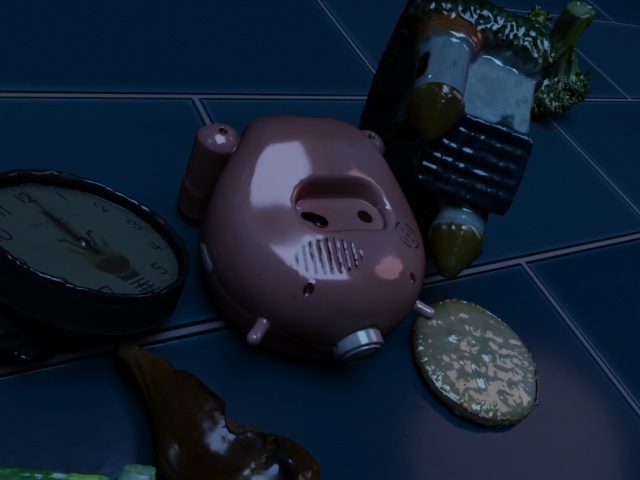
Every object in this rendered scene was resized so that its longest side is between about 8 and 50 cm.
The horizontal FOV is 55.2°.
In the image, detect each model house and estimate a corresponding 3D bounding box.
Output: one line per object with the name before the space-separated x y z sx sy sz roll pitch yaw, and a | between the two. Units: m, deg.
model house | 0.135 -0.092 0.686 0.185 0.253 0.291 18 54 -7

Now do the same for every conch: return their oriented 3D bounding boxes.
conch | -0.078 0.154 0.441 0.233 0.086 0.080 31 61 9

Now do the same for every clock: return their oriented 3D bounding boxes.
clock | -0.196 0.004 0.505 0.185 0.040 0.184 27 21 -11
clock | 0.000 0.000 0.589 0.227 0.142 0.241 -3 54 -29

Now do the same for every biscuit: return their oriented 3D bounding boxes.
biscuit | 0.162 0.123 0.637 0.152 0.020 0.152 15 44 -14

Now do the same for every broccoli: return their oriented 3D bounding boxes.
broccoli | 0.406 -0.334 1.076 0.194 0.194 0.219 6 53 -23

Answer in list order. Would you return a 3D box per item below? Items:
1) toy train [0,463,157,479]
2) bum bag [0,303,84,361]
toy train | -0.184 0.242 0.276 0.203 0.120 0.300 13 44 -21
bum bag | -0.281 0.055 0.431 0.123 0.059 0.248 36 27 21
